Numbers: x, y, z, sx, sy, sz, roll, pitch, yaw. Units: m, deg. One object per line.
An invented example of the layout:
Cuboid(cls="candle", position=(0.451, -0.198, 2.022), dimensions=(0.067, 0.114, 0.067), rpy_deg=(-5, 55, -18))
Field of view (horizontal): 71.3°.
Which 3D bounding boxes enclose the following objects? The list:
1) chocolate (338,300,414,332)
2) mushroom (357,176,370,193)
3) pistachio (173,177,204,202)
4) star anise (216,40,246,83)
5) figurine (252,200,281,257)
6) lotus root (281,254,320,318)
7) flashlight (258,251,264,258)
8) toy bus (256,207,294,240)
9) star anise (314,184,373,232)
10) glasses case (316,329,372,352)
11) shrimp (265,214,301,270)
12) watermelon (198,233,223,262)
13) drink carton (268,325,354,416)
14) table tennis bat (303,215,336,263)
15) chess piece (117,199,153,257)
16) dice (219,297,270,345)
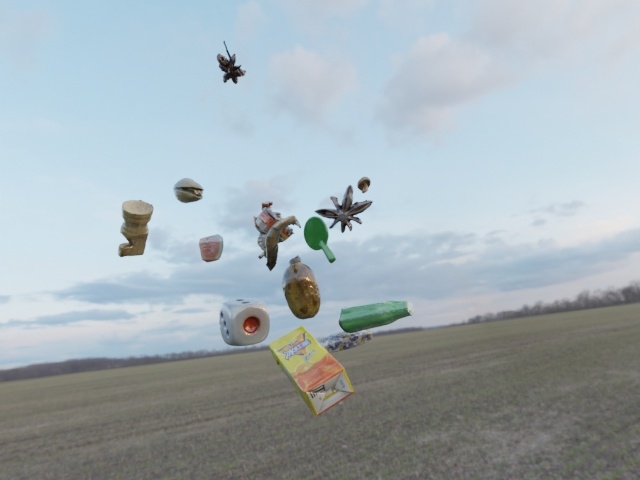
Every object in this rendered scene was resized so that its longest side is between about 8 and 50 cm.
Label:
Cuboid(cls="chocolate", position=(0.213, 0.278, 1.677), dimensions=(0.291, 0.110, 0.110), rpy_deg=(-18, -17, 36))
Cuboid(cls="mushroom", position=(0.245, -0.317, 2.567), dimensions=(0.073, 0.129, 0.088), rpy_deg=(20, -51, 5))
Cuboid(cls="pistachio", position=(-0.646, -0.243, 2.192), dimensions=(0.136, 0.135, 0.226), rpy_deg=(4, 6, -39))
Cuboid(cls="star anise", position=(-0.352, -0.686, 1.725), dimensions=(0.098, 0.070, 0.190), rpy_deg=(0, -38, 8))
Cuboid(cls="figurine", position=(-0.251, -0.050, 2.095), dimensions=(0.144, 0.271, 0.143), rpy_deg=(11, 25, -5))
Cuboid(cls="lotus root", position=(-0.077, 0.188, 1.785), dimensions=(0.145, 0.260, 0.128), rpy_deg=(-13, 5, -22))
Cuboid(cls="flashlight", position=(-0.298, 0.066, 2.383), dimensions=(0.083, 0.018, 0.018), rpy_deg=(-43, -25, 7))
Cuboid(cls="toy bus", position=(-0.171, -0.055, 1.651), dimensions=(0.077, 0.079, 0.174), rpy_deg=(-46, -29, 3))
Cuboid(cls="star anise", position=(0.123, -0.144, 2.147), dimensions=(0.258, 0.198, 0.111), rpy_deg=(-40, -3, 20))
Cuboid(cls="glasses case", position=(0.091, 0.397, 1.777), dimensions=(0.248, 0.065, 0.087), rpy_deg=(-9, 6, -31))
Cuboid(cls="shrimp", position=(-0.114, 0.003, 1.371), dimensions=(0.148, 0.035, 0.195), rpy_deg=(-41, -27, -40))
Cuboid(cls="watermelon", position=(-0.328, 0.023, 1.347), dimensions=(0.092, 0.084, 0.072), rpy_deg=(-33, -17, 38))
Cuboid(cls="drink carton", position=(-0.041, 0.432, 1.533), dimensions=(0.155, 0.111, 0.351), rpy_deg=(-26, 22, -18))
Cuboid(cls="table tennis bat", position=(0.000, 0.000, 2.129), dimensions=(0.039, 0.257, 0.160), rpy_deg=(-5, -37, -44))
Cuboid(cls="chess piece", position=(-0.875, -0.040, 2.107), dimensions=(0.137, 0.137, 0.300), rpy_deg=(0, -52, -29))
Cuboid(cls="dice", position=(-0.353, 0.374, 2.070), dimensions=(0.194, 0.193, 0.192), rpy_deg=(-5, 6, -29))
